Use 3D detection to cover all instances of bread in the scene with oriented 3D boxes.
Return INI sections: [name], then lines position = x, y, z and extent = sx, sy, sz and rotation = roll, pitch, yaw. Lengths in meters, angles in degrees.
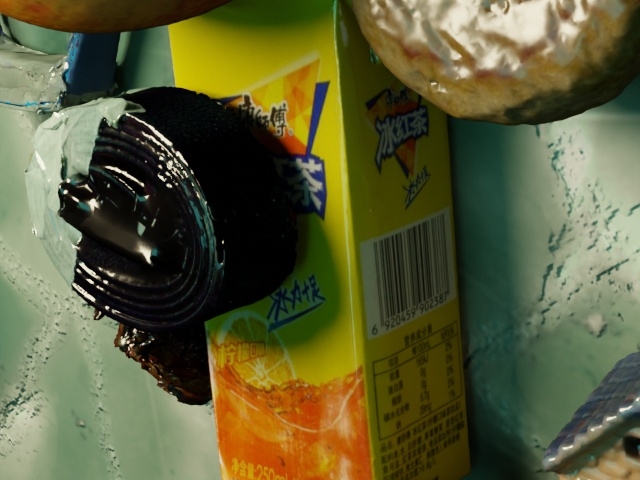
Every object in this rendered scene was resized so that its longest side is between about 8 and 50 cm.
[bread]
position = 0.117, -0.178, 0.832
extent = 0.230, 0.123, 0.230
rotation = 11, 108, 38

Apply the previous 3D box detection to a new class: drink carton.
[drink carton]
position = 0.000, 0.000, 1.011
extent = 0.154, 0.111, 0.351
rotation = 9, 112, 40

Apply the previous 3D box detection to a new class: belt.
[belt]
position = -0.109, -0.023, 0.975
extent = 0.198, 0.078, 0.151
rotation = 16, 118, 41

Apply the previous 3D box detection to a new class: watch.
[watch]
position = -0.190, -0.230, 1.135
extent = 0.276, 0.068, 0.275
rotation = 8, 106, 40

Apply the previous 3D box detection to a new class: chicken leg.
[chicken leg]
position = -0.111, 0.076, 1.124
extent = 0.105, 0.063, 0.234
rotation = 42, 170, 16

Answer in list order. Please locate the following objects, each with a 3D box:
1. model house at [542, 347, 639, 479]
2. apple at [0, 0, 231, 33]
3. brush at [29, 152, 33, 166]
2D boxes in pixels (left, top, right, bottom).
[model house]
position = 0.223, 0.132, 0.837
extent = 0.182, 0.166, 0.172
rotation = 17, 114, 24
[apple]
position = -0.084, -0.233, 0.900
extent = 0.163, 0.293, 0.251
rotation = 37, 170, -24
[brush]
position = -0.213, -0.054, 1.251
extent = 0.083, 0.013, 0.016
rotation = 22, 122, 36
